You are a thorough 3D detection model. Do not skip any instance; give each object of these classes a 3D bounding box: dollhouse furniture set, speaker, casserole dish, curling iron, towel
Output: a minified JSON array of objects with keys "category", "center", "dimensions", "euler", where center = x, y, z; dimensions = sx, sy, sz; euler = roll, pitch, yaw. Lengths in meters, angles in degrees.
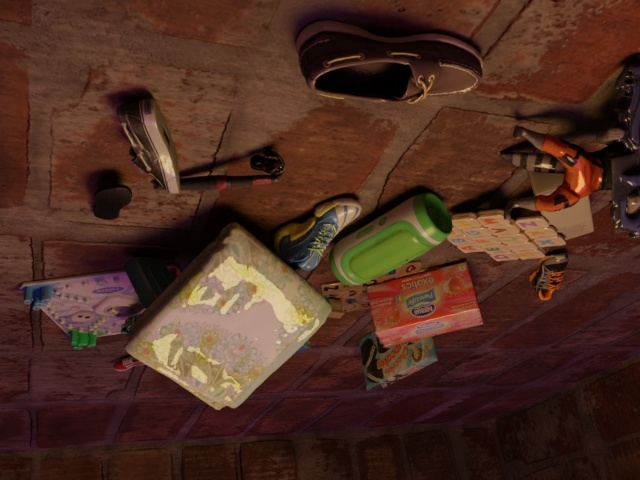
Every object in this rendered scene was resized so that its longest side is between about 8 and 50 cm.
[{"category":"dollhouse furniture set","center":[-0.035,0.252,1.915],"dimensions":[0.160,0.101,0.182],"euler":[10,147,-20]},{"category":"speaker","center":[0.161,0.002,1.505],"dimensions":[0.131,0.131,0.296],"euler":[19,141,-42]},{"category":"casserole dish","center":[-0.381,0.101,1.482],"dimensions":[0.037,0.188,0.114],"euler":[-49,147,21]},{"category":"curling iron","center":[-0.196,-0.124,1.242],"dimensions":[0.273,0.068,0.035],"euler":[-10,154,13]},{"category":"towel","center":[-0.203,0.187,1.433],"dimensions":[0.374,0.090,0.320],"euler":[-46,120,5]}]

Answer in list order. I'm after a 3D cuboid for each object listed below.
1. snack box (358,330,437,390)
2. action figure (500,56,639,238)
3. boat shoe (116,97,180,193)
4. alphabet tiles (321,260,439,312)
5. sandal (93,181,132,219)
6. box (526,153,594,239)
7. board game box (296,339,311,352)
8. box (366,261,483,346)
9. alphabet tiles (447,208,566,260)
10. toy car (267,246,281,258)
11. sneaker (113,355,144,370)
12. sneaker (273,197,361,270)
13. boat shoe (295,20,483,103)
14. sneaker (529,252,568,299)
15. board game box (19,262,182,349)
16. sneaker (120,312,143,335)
[{"category":"snack box","center":[0.252,0.367,2.143],"dimensions":[0.060,0.187,0.322],"euler":[10,146,-32]},{"category":"action figure","center":[0.537,-0.185,1.250],"dimensions":[0.329,0.178,0.342],"euler":[-1,110,4]},{"category":"boat shoe","center":[-0.298,-0.161,1.124],"dimensions":[0.070,0.078,0.219],"euler":[-9,144,-2]},{"category":"alphabet tiles","center":[0.173,0.142,1.890],"dimensions":[0.342,0.011,0.285],"euler":[-8,152,-1]},{"category":"sandal","center":[-0.418,-0.085,1.270],"dimensions":[0.067,0.040,0.179],"euler":[12,160,-24]},{"category":"box","center":[0.555,-0.096,1.474],"dimensions":[0.113,0.094,0.275],"euler":[-18,150,17]},{"category":"board game box","center":[-0.163,0.356,2.148],"dimensions":[0.210,0.047,0.160],"euler":[-23,148,26]},{"category":"box","center":[0.300,0.189,1.841],"dimensions":[0.299,0.154,0.142],"euler":[-15,152,12]},{"category":"alphabet tiles","center":[0.442,-0.007,1.573],"dimensions":[0.277,0.021,0.284],"euler":[-5,156,39]},{"category":"toy car","center":[-0.167,0.174,1.605],"dimensions":[0.210,0.238,0.219],"euler":[-6,152,-6]},{"category":"sneaker","center":[-0.622,0.393,2.083],"dimensions":[0.118,0.042,0.067],"euler":[-14,157,-7]},{"category":"sneaker","center":[0.000,0.000,1.450],"dimensions":[0.240,0.126,0.091],"euler":[-27,147,31]},{"category":"boat shoe","center":[0.121,-0.268,1.019],"dimensions":[0.324,0.097,0.117],"euler":[3,150,-21]},{"category":"sneaker","center":[0.689,0.104,1.899],"dimensions":[0.084,0.083,0.215],"euler":[-7,151,-1]},{"category":"board game box","center":[-0.540,0.191,1.725],"dimensions":[0.389,0.050,0.390],"euler":[-8,152,-4]},{"category":"sneaker","center":[-0.476,0.220,1.683],"dimensions":[0.076,0.065,0.166],"euler":[15,142,-32]}]
